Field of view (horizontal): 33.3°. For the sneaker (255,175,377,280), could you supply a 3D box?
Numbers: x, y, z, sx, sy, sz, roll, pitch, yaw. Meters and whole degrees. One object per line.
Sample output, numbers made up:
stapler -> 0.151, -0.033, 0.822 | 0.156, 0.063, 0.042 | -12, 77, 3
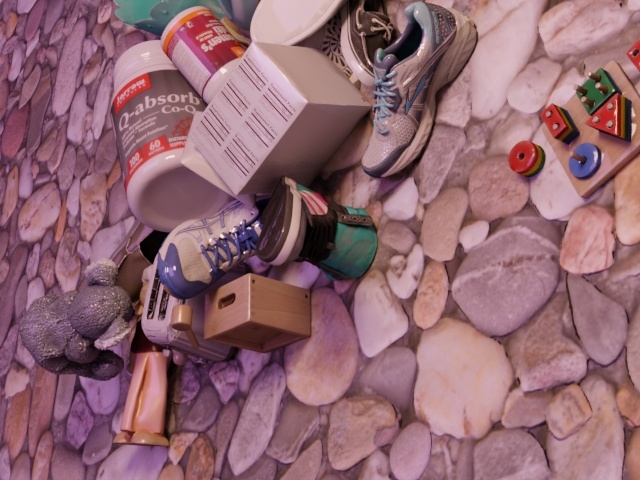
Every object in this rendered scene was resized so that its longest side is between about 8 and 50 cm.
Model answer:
sneaker -> 0.000, 0.000, 1.633 | 0.124, 0.178, 0.295 | -62, 9, 14

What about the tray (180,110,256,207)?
tray -> -0.162, -0.153, 1.856 | 0.030, 0.145, 0.270 | -53, 15, 20

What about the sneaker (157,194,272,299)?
sneaker -> -0.149, -0.008, 1.775 | 0.131, 0.112, 0.296 | -16, 19, 39

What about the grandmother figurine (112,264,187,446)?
grandmother figurine -> -0.315, 0.213, 2.022 | 0.208, 0.104, 0.342 | -9, 71, 41

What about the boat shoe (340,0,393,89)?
boat shoe -> 0.079, -0.344, 1.757 | 0.070, 0.078, 0.219 | -37, 45, 34

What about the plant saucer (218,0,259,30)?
plant saucer -> -0.180, -0.514, 1.887 | 0.317, 0.044, 0.317 | 160, 90, -82

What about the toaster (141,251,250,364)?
toaster -> -0.221, 0.101, 1.903 | 0.129, 0.146, 0.227 | 0, 76, 51

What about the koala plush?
koala plush -> -0.431, 0.148, 2.006 | 0.221, 0.203, 0.196 | -28, 65, 43

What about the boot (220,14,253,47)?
boot -> -0.097, -0.438, 2.025 | 0.213, 0.077, 0.165 | 39, 108, 46

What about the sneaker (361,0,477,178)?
sneaker -> 0.117, -0.233, 1.627 | 0.110, 0.122, 0.283 | 38, 106, 52

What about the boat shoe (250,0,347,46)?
boat shoe -> 0.019, -0.424, 1.787 | 0.319, 0.099, 0.116 | -41, 73, 20

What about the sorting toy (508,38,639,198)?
sorting toy -> 0.350, -0.152, 1.358 | 0.274, 0.046, 0.132 | -46, 44, 30

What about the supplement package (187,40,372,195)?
supplement package -> -0.066, -0.197, 1.755 | 0.149, 0.194, 0.203 | 50, 118, 20

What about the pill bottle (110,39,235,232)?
pill bottle -> -0.294, -0.209, 2.071 | 0.210, 0.210, 0.363 | -48, 43, 29

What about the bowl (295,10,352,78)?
bowl -> -0.011, -0.340, 1.871 | 0.170, 0.080, 0.170 | -25, 56, 44

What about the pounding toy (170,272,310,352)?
pounding toy -> -0.151, 0.116, 1.758 | 0.181, 0.206, 0.094 | -25, 57, 45

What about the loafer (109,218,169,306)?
loafer -> -0.363, 0.039, 2.154 | 0.251, 0.094, 0.087 | -64, 33, 11

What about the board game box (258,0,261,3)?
board game box -> -0.076, -0.473, 1.937 | 0.136, 0.035, 0.201 | -39, 54, 27

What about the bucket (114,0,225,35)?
bucket -> -0.285, -0.541, 2.220 | 0.281, 0.183, 0.281 | -23, 59, 45

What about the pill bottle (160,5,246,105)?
pill bottle -> -0.191, -0.323, 2.002 | 0.221, 0.121, 0.121 | 50, 119, 17
